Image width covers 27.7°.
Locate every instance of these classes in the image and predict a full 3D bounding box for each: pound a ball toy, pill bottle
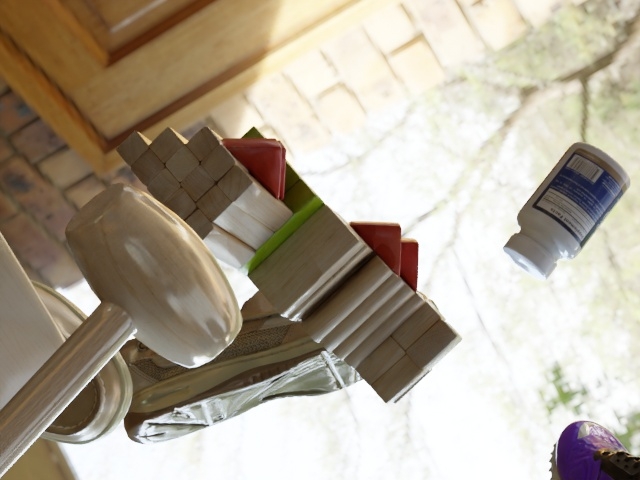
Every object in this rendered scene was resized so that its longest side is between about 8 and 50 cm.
[{"bbox_3d":[-0.216,0.065,0.502,0.208,0.319,0.136,-3,121,58],"label":"pound a ball toy"},{"bbox_3d":[0.220,-0.025,1.173,0.067,0.120,0.067,38,171,7],"label":"pill bottle"}]

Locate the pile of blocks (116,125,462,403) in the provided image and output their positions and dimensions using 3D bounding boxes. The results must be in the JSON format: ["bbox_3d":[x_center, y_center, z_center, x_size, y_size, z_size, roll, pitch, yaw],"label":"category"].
[{"bbox_3d":[0.000,0.000,1.038,0.362,0.112,0.149,43,-174,-41],"label":"pile of blocks"}]

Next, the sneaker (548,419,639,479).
[{"bbox_3d":[0.317,0.251,1.263,0.102,0.146,0.293,15,-152,-16],"label":"sneaker"}]

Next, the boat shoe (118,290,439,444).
[{"bbox_3d":[-0.046,0.099,1.318,0.122,0.341,0.110,97,153,-60],"label":"boat shoe"}]

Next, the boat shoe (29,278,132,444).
[{"bbox_3d":[-0.279,0.054,0.970,0.302,0.109,0.098,35,-175,10],"label":"boat shoe"}]
